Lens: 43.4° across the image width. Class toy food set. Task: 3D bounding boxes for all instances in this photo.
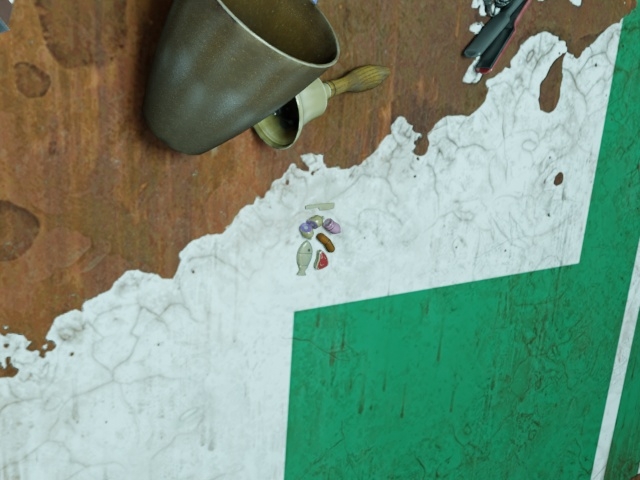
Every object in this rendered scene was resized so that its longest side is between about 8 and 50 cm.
[{"bbox_3d":[0.000,0.000,1.334,0.078,0.019,0.122,-7,112,-29],"label":"toy food set"}]

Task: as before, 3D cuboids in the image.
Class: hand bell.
[{"bbox_3d":[0.018,-0.229,1.223,0.242,0.126,0.126,-23,119,-36],"label":"hand bell"}]

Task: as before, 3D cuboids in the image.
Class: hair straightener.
[{"bbox_3d":[0.316,-0.397,1.361,0.089,0.047,0.230,40,85,-36],"label":"hair straightener"}]

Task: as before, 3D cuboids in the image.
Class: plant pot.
[{"bbox_3d":[-0.129,-0.226,1.050,0.215,0.215,0.230,19,131,-35],"label":"plant pot"}]

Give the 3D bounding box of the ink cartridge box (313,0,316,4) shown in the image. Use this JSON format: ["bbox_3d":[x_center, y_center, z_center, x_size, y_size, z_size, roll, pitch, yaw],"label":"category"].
[{"bbox_3d":[-0.123,-0.439,1.066,0.311,0.065,0.186,8,104,-31],"label":"ink cartridge box"}]

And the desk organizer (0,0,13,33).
[{"bbox_3d":[-0.418,-0.303,0.940,0.047,0.050,0.130,-17,139,11],"label":"desk organizer"}]
